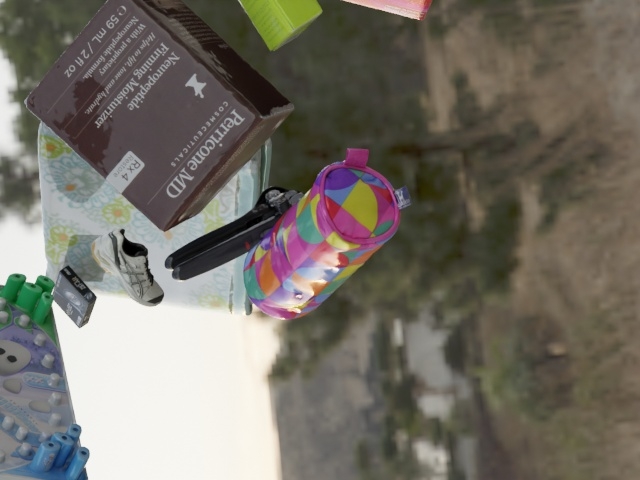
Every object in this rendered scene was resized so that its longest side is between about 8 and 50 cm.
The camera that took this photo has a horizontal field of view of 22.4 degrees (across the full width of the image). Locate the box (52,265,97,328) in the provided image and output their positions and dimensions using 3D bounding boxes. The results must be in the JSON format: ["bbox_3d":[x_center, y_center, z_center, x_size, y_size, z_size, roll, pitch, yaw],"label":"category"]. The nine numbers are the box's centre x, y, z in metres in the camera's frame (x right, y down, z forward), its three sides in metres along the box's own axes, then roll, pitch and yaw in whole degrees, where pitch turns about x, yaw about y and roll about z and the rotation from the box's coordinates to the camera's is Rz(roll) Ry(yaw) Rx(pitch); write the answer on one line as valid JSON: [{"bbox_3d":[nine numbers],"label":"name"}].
[{"bbox_3d":[-0.361,0.083,2.362,0.067,0.018,0.083,47,147,11],"label":"box"}]

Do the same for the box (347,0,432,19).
[{"bbox_3d":[0.050,-0.421,2.284,0.128,0.256,0.123,113,170,-63],"label":"box"}]

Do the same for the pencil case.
[{"bbox_3d":[0.000,0.000,1.667,0.236,0.104,0.104,135,136,-55],"label":"pencil case"}]

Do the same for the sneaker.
[{"bbox_3d":[-0.156,0.024,1.373,0.083,0.037,0.032,46,-160,-32],"label":"sneaker"}]

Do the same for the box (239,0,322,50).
[{"bbox_3d":[-0.072,-0.280,1.601,0.178,0.042,0.109,57,167,-3],"label":"box"}]

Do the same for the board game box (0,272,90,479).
[{"bbox_3d":[-0.498,0.141,2.044,0.050,0.390,0.390,-63,30,28],"label":"board game box"}]

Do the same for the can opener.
[{"bbox_3d":[-0.088,-0.003,1.819,0.059,0.186,0.073,32,144,57],"label":"can opener"}]

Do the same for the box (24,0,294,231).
[{"bbox_3d":[-0.168,-0.145,1.722,0.203,0.168,0.167,43,-167,2],"label":"box"}]

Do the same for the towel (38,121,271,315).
[{"bbox_3d":[-0.240,-0.045,2.323,0.374,0.320,0.090,97,-175,-46],"label":"towel"}]
